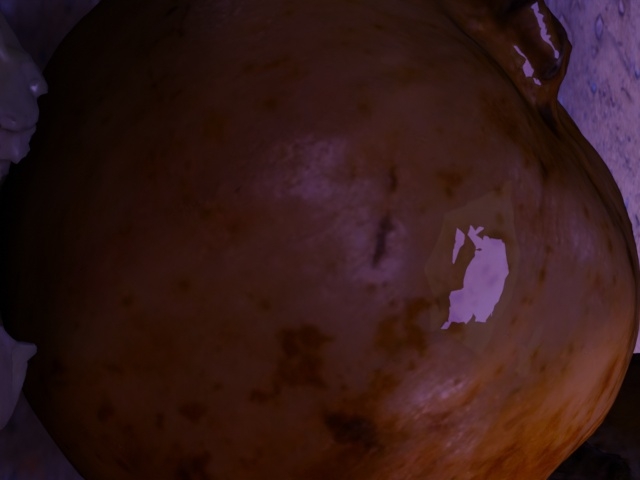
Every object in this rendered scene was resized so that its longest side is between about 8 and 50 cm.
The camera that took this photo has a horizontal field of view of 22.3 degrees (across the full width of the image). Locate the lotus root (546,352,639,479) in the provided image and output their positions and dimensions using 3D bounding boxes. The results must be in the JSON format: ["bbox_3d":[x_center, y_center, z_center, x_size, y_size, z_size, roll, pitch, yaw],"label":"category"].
[{"bbox_3d":[0.182,0.171,0.891,0.346,0.250,0.251,16,78,-60],"label":"lotus root"}]

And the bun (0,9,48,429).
[{"bbox_3d":[-0.152,-0.005,0.434,0.237,0.116,0.210,-41,125,-48],"label":"bun"}]

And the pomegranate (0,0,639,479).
[{"bbox_3d":[0.000,0.000,0.576,0.248,0.248,0.248,-6,97,-59],"label":"pomegranate"}]
